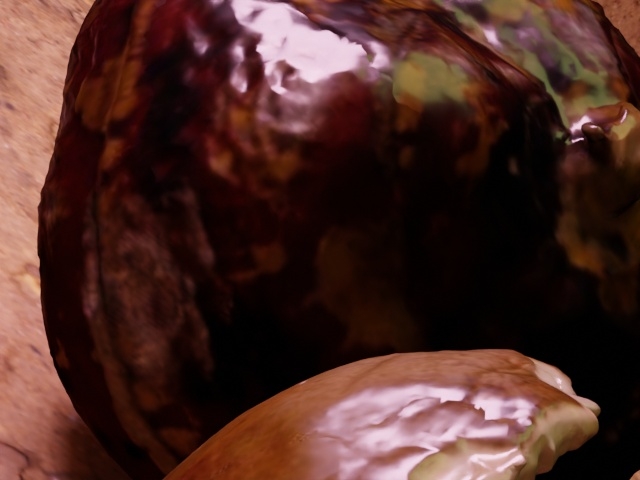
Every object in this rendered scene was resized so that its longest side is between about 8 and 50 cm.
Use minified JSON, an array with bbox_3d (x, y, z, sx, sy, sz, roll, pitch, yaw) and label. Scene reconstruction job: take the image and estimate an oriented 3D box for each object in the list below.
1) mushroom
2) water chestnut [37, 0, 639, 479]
[{"bbox_3d":[0.018,0.193,0.707,0.208,0.301,0.233,-5,2,27],"label":"mushroom"},{"bbox_3d":[0.000,0.000,0.956,0.335,0.335,0.347,23,-15,-35],"label":"water chestnut"}]
